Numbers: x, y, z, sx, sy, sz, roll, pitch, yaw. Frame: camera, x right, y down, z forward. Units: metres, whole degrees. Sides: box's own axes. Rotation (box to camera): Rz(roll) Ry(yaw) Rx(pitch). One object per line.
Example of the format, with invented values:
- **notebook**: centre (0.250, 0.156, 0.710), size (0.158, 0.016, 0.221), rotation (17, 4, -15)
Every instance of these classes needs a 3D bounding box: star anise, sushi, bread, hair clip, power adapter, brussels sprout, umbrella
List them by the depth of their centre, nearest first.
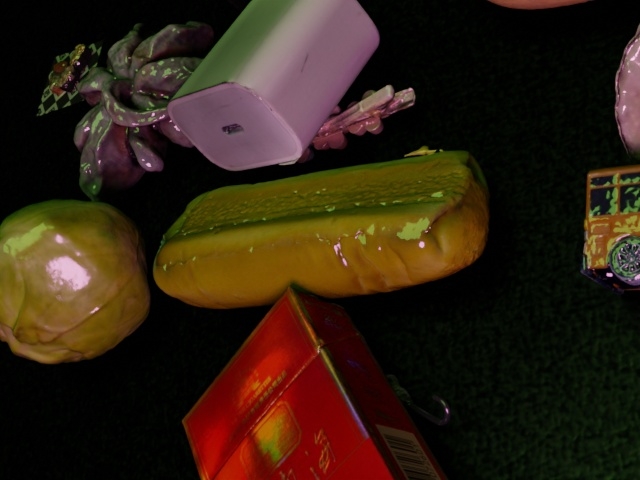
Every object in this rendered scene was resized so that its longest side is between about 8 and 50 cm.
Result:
- **umbrella**: centre (0.031, 0.142, 0.984), size (0.269, 0.044, 0.044), rotation (16, 113, 50)
- **bread**: centre (0.000, 0.000, 1.028), size (0.384, 0.112, 0.166), rotation (-8, 32, 30)
- **hair clip**: centre (0.021, -0.136, 1.141), size (0.214, 0.056, 0.062), rotation (-21, 67, 39)
- **power adapter**: centre (-0.040, -0.216, 1.147), size (0.187, 0.124, 0.255), rotation (-3, 47, 51)
- **brussels sprout**: centre (-0.311, 0.049, 1.187), size (0.223, 0.223, 0.161), rotation (-50, 39, 4)
- **star anise**: centre (-0.232, -0.213, 1.324), size (0.316, 0.139, 0.359), rotation (19, 78, 37)
- **sushi**: centre (-0.417, -0.270, 1.581), size (0.126, 0.026, 0.120), rotation (-10, 60, 35)

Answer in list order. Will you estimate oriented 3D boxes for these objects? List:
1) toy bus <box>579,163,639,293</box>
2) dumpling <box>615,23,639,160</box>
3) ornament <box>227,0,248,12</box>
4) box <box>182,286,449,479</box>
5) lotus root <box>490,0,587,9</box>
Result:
- **toy bus**: centre (0.323, -0.013, 0.785), size (0.201, 0.098, 0.114), rotation (-5, 72, 36)
- **dumpling**: centre (0.356, -0.160, 0.809), size (0.247, 0.172, 0.142), rotation (-27, 23, 18)
- **ornament**: centre (-0.051, -0.372, 1.315), size (0.203, 0.081, 0.088), rotation (0, 66, 36)
- **box**: centre (-0.004, 0.217, 0.889), size (0.197, 0.089, 0.313), rotation (-53, 40, 19)
- **lotus root**: centre (0.251, -0.313, 1.003), size (0.303, 0.130, 0.146), rotation (7, 47, 40)
